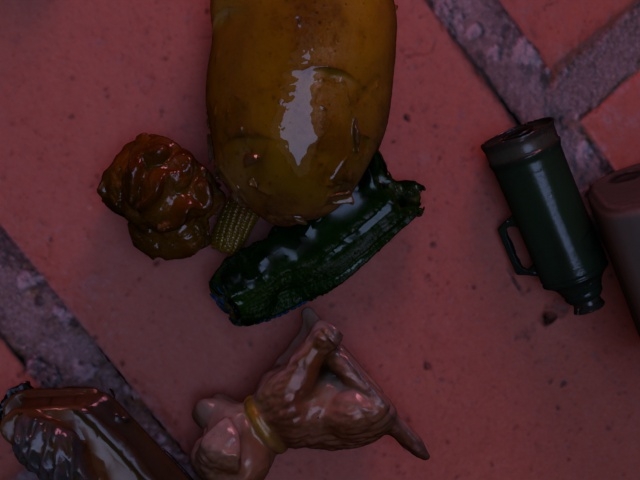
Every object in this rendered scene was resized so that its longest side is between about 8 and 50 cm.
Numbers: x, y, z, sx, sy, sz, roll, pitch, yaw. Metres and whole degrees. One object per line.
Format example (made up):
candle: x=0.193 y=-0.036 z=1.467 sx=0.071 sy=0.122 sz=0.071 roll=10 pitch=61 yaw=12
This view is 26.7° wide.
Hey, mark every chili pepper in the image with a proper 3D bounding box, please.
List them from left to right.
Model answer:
chili pepper: x=-0.001 y=-0.001 z=1.256 sx=0.224 sy=0.061 sz=0.098 roll=-37 pitch=120 yaw=-9

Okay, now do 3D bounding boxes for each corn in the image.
corn: x=-0.072 y=-0.029 z=1.255 sx=0.037 sy=0.037 sz=0.092 roll=27 pitch=92 yaw=-10

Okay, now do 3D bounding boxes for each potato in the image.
potato: x=-0.015 y=-0.161 z=1.198 sx=0.173 sy=0.140 sz=0.300 roll=5 pitch=85 yaw=-19

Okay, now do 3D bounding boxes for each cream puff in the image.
cream puff: x=-0.145 y=-0.037 z=1.212 sx=0.116 sy=0.122 sz=0.094 roll=33 pitch=80 yaw=29

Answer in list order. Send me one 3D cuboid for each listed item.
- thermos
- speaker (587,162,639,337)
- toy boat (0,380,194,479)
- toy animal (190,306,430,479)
thermos: x=0.217 y=-0.016 z=1.282 sx=0.083 sy=0.073 sz=0.188 roll=-25 pitch=99 yaw=-7
speaker: x=0.469 y=-0.016 z=1.238 sx=0.406 sy=0.183 sz=0.184 roll=-17 pitch=101 yaw=7
toy boat: x=-0.139 y=0.313 z=1.226 sx=0.162 sy=0.136 sz=0.445 roll=-42 pitch=101 yaw=-8
toy animal: x=-0.017 y=0.189 z=1.251 sx=0.185 sy=0.104 sz=0.184 roll=-41 pitch=99 yaw=-7
